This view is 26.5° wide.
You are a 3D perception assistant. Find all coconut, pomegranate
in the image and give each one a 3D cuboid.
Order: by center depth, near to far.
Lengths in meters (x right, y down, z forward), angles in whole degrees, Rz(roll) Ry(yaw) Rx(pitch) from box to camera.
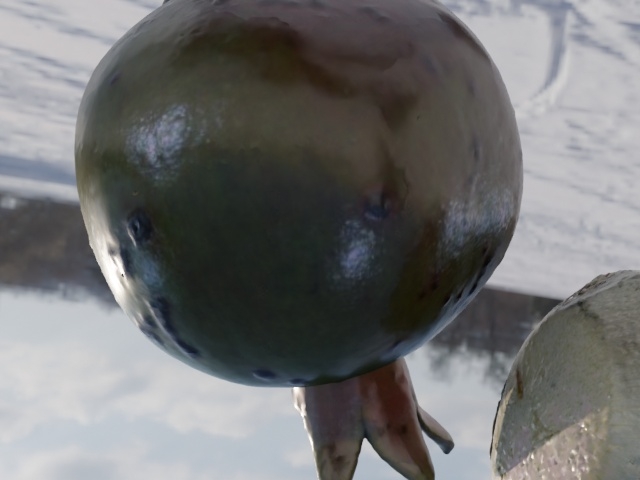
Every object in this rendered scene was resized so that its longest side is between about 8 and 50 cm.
[{"bbox_3d":[0.226,0.129,0.794,0.233,0.224,0.224,13,178,-26],"label":"coconut"},{"bbox_3d":[-0.019,-0.012,0.844,0.290,0.323,0.291,3,-148,-2],"label":"pomegranate"}]

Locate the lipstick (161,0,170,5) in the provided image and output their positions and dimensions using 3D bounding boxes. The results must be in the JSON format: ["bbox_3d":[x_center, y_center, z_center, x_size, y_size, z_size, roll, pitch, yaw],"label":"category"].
[{"bbox_3d":[-0.028,-0.175,1.180,0.070,0.070,0.254,9,-174,38],"label":"lipstick"}]
